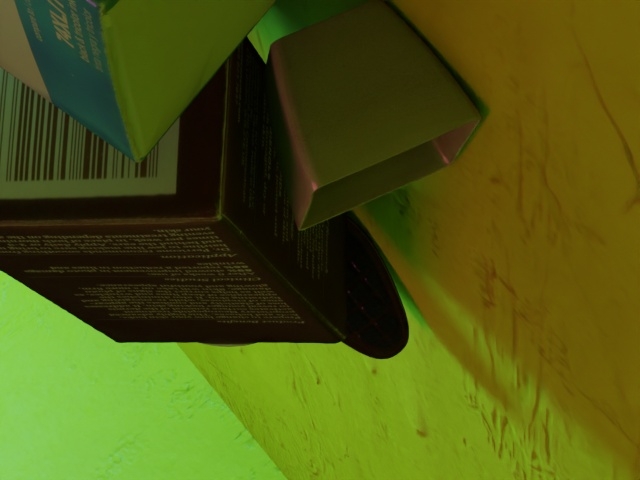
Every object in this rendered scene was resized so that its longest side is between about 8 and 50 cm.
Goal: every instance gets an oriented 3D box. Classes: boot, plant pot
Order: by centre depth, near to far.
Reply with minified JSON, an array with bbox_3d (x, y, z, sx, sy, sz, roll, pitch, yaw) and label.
[{"bbox_3d":[0.020,-0.080,1.033,0.096,0.109,0.109,65,170,8],"label":"plant pot"},{"bbox_3d":[0.000,0.000,1.447,0.219,0.082,0.106,51,-170,-6],"label":"boot"}]

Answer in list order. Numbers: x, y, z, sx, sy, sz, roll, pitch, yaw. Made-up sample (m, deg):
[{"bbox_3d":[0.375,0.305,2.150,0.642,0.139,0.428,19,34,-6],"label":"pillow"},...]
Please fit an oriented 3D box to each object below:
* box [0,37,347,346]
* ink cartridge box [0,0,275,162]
[{"bbox_3d":[-0.105,-0.027,1.186,0.381,0.191,0.143,56,-145,-71],"label":"box"},{"bbox_3d":[-0.147,-0.218,0.886,0.270,0.198,0.197,35,165,10],"label":"ink cartridge box"}]
